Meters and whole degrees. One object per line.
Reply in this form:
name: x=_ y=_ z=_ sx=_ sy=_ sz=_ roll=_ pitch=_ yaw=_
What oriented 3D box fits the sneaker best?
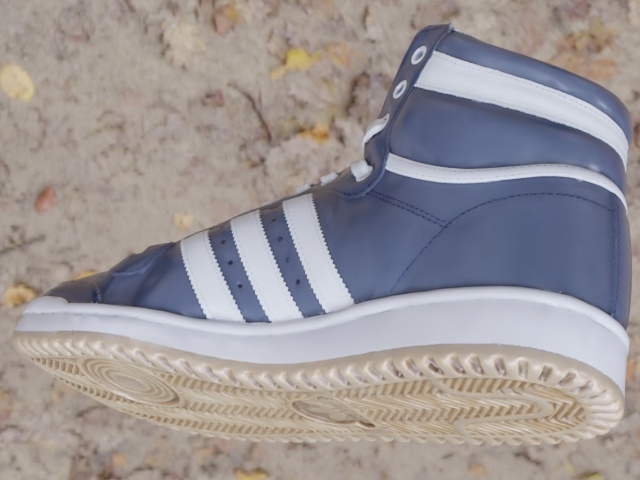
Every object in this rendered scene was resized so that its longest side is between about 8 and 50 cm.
sneaker: x=0.000 y=0.000 z=0.503 sx=0.282 sy=0.153 sz=0.099 roll=-3 pitch=149 yaw=33
